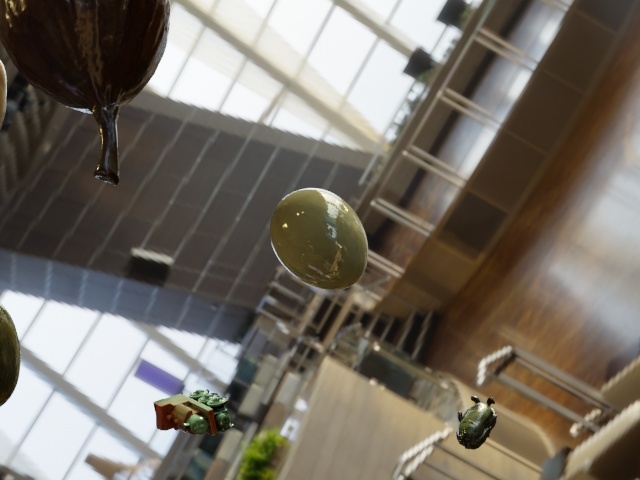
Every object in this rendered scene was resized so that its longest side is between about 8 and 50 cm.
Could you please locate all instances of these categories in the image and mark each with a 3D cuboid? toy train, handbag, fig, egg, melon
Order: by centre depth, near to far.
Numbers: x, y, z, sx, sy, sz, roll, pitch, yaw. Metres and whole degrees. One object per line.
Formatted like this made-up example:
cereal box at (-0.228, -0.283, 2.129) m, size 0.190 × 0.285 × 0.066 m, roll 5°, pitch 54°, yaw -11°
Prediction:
fig at (-0.267, -0.208, 1.175) m, size 0.217 × 0.217 × 0.321 m, roll -57°, pitch 47°, yaw 54°
melon at (-0.441, 0.150, 1.226) m, size 0.114 × 0.114 × 0.167 m, roll -79°, pitch -12°, yaw -82°
handbag at (0.265, 0.316, 1.650) m, size 0.072 × 0.047 × 0.111 m, roll -1°, pitch 29°, yaw 33°
toy train at (-0.251, 0.349, 1.921) m, size 0.176 × 0.118 × 0.074 m, roll 8°, pitch 110°, yaw 60°
egg at (0.000, 0.000, 2.034) m, size 0.188 × 0.254 × 0.188 m, roll -26°, pitch -34°, yaw -19°

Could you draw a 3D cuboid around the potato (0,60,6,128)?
potato at (-0.677, -0.258, 1.817) m, size 0.146 × 0.150 × 0.234 m, roll -17°, pitch 62°, yaw 49°
